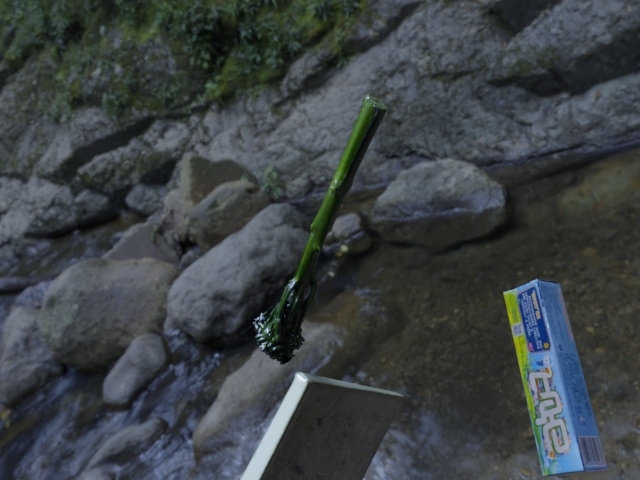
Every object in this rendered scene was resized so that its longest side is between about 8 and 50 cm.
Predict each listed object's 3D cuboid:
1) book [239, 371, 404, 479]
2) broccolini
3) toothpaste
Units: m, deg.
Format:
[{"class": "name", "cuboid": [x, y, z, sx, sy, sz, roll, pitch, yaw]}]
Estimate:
[{"class": "book", "cuboid": [-0.010, 0.233, 0.599, 0.021, 0.310, 0.217, 25, 85, 24]}, {"class": "broccolini", "cuboid": [0.001, 0.000, 0.459, 0.044, 0.042, 0.218, -109, 39, -59]}, {"class": "toothpaste", "cuboid": [0.233, 0.143, 0.669, 0.070, 0.044, 0.193, -34, 53, 47]}]
